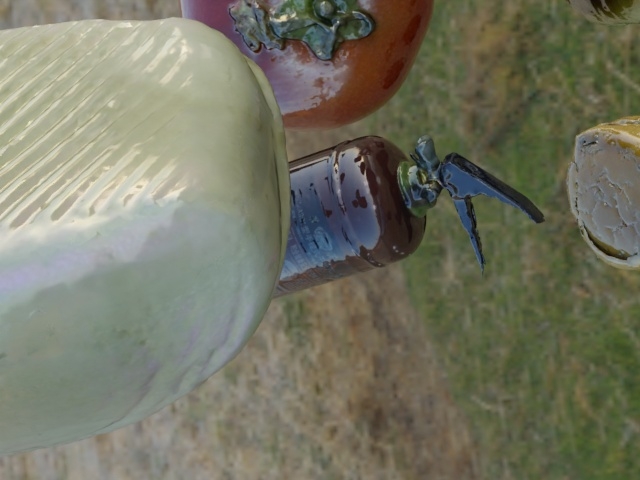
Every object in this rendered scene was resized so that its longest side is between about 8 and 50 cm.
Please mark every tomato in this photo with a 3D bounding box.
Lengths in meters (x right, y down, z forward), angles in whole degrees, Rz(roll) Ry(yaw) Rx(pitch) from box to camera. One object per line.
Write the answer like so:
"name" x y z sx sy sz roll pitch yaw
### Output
"tomato" -0.021 -0.295 1.716 0.321 0.322 0.321 176 90 -65

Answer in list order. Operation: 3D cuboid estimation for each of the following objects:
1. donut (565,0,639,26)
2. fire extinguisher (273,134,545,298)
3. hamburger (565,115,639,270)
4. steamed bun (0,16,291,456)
"donut" 0.179 -0.273 0.718 0.330 0.160 0.330 -14 -90 -88
"fire extinguisher" 0.000 0.000 1.074 0.138 0.344 0.102 64 -154 -20
"hamburger" 0.422 -0.060 1.821 0.214 0.108 0.213 32 129 50
"steamed bun" -0.127 0.009 0.567 0.170 0.239 0.152 -96 -2 -48
